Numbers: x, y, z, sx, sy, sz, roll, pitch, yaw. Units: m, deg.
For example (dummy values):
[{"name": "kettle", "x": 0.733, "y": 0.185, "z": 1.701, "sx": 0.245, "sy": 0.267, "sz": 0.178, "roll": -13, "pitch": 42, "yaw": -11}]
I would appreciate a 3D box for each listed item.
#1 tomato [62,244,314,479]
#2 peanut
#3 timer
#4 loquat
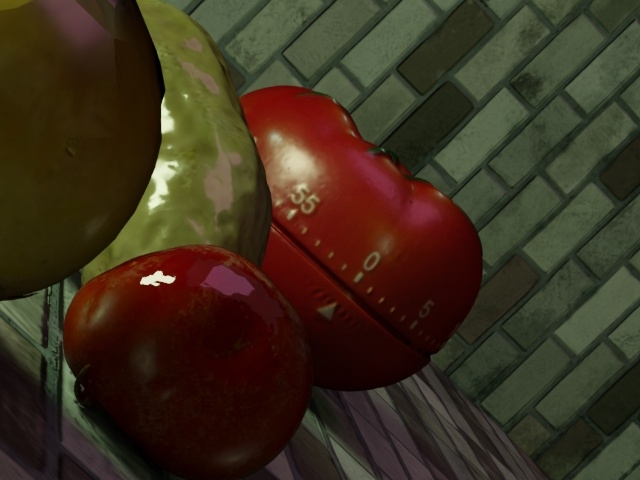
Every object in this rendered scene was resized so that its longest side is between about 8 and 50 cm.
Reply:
[{"name": "tomato", "x": -0.092, "y": 0.074, "z": 1.197, "sx": 0.187, "sy": 0.151, "sz": 0.187, "roll": 40, "pitch": 4, "yaw": -3}, {"name": "peanut", "x": -0.143, "y": -0.051, "z": 1.419, "sx": 0.169, "sy": 0.192, "sz": 0.387, "roll": 88, "pitch": -14, "yaw": -50}, {"name": "timer", "x": 0.000, "y": 0.000, "z": 1.995, "sx": 0.378, "sy": 0.279, "sz": 0.378, "roll": 43, "pitch": 5, "yaw": -4}, {"name": "loquat", "x": -0.203, "y": -0.078, "z": 0.997, "sx": 0.235, "sy": 0.235, "sz": 0.235, "roll": 45, "pitch": 4, "yaw": -4}]
